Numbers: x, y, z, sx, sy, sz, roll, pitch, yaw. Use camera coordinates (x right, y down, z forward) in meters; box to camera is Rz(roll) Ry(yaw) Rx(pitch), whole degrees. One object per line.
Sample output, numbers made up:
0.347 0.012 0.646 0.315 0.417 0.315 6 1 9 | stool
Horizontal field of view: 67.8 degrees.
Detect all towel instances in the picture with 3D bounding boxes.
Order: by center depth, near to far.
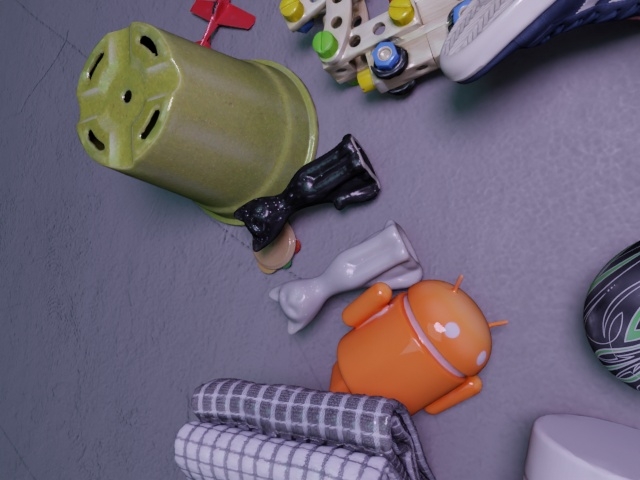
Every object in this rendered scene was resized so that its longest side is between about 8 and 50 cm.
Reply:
0.003 0.263 0.553 0.235 0.283 0.121 -2 49 23 | towel

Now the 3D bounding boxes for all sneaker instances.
0.288 -0.252 0.474 0.350 0.131 0.148 -39 114 9 | sneaker

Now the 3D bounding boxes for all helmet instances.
0.337 0.070 0.443 0.162 0.169 0.169 -37 69 3 | helmet

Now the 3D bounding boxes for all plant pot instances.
-0.183 -0.168 0.680 0.276 0.254 0.275 -2 86 29 | plant pot

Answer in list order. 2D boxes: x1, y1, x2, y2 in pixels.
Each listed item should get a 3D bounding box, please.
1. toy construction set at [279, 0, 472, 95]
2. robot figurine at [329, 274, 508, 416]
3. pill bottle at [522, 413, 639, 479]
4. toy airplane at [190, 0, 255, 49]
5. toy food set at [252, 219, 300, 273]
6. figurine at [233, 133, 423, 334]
0.107 -0.314 0.604 0.328 0.151 0.214 -22 76 37 | toy construction set
0.107 0.131 0.572 0.219 0.128 0.158 -41 63 20 | robot figurine
0.252 0.366 0.433 0.204 0.204 0.360 10 91 29 | pill bottle
-0.187 -0.373 0.825 0.151 0.028 0.151 -2 86 27 | toy airplane
-0.070 0.006 0.739 0.083 0.020 0.083 -23 76 25 | toy food set
0.000 0.000 0.646 0.210 0.092 0.214 -28 74 15 | figurine
